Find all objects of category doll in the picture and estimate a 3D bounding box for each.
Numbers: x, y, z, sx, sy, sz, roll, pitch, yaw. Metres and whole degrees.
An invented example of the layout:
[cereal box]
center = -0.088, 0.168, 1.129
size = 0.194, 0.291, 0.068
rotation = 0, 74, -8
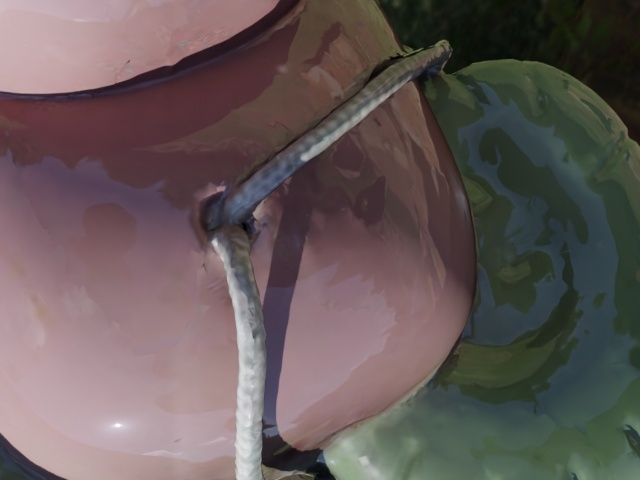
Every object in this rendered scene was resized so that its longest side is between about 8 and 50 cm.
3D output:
[doll]
center = -0.039, -0.012, 0.465
size = 0.216, 0.284, 0.268
rotation = 110, 139, -75

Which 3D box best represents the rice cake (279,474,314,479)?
[rice cake]
center = -0.026, 0.149, 0.937
size = 0.064, 0.399, 0.070
rotation = 23, 117, 10
